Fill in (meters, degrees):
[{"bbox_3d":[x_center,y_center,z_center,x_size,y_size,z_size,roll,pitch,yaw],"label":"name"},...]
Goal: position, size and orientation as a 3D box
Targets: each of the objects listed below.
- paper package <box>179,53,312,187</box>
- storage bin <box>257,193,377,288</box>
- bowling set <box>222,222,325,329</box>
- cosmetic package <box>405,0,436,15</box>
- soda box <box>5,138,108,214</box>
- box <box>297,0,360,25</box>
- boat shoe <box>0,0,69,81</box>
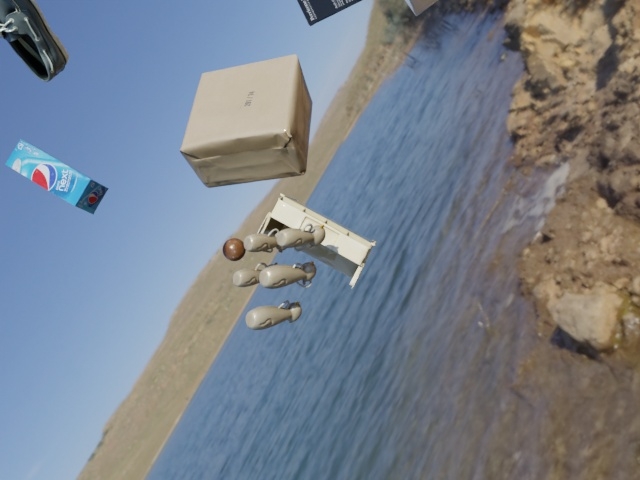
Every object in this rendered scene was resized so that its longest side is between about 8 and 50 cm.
[{"bbox_3d":[-0.189,-0.321,1.694,0.168,0.309,0.325,68,-159,-49],"label":"paper package"},{"bbox_3d":[0.000,0.000,1.572,0.123,0.262,0.260,-62,-5,4],"label":"storage bin"},{"bbox_3d":[-0.110,0.041,1.422,0.154,0.200,0.287,-5,-50,-46],"label":"bowling set"},{"bbox_3d":[0.168,-0.790,1.629,0.097,0.377,0.284,-35,-1,14],"label":"cosmetic package"},{"bbox_3d":[-0.563,-0.137,1.334,0.067,0.210,0.071,-61,-17,-4],"label":"soda box"},{"bbox_3d":[0.010,-0.555,1.128,0.184,0.261,0.103,-12,26,37],"label":"box"},{"bbox_3d":[-0.768,-0.543,1.591,0.319,0.116,0.099,62,-143,-52],"label":"boat shoe"}]
